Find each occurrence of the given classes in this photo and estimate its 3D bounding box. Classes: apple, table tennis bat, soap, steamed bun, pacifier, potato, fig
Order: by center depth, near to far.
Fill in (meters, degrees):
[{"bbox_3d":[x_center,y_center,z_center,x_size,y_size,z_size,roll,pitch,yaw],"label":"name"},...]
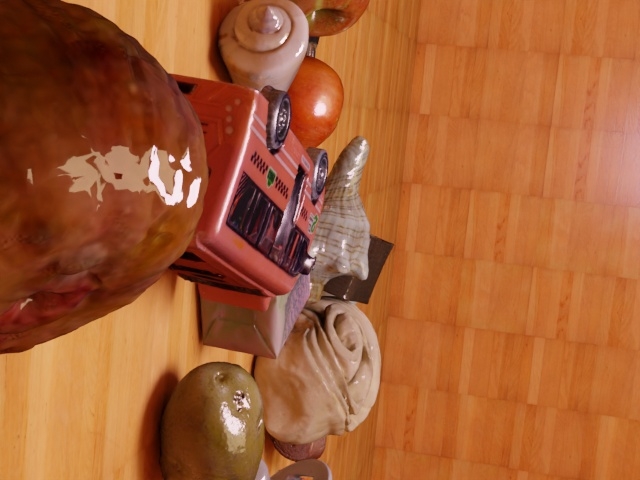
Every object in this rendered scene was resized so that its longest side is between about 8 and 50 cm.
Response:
[{"bbox_3d":[-0.249,-0.103,0.743,0.286,0.286,0.368,74,-5,-62],"label":"fig"},{"bbox_3d":[-0.155,0.299,1.454,0.174,0.159,0.251,-22,131,-49],"label":"potato"},{"bbox_3d":[-0.101,0.057,1.596,0.199,0.138,0.182,-63,156,-58],"label":"soap"},{"bbox_3d":[-0.016,-0.427,1.606,0.196,0.196,0.196,7,90,-78],"label":"apple"},{"bbox_3d":[-0.040,-0.233,1.696,0.139,0.163,0.163,14,80,-36],"label":"apple"},{"bbox_3d":[-0.117,0.467,1.787,0.279,0.227,0.207,-50,116,-34],"label":"pacifier"},{"bbox_3d":[0.019,0.246,1.976,0.289,0.203,0.276,-9,88,-61],"label":"steamed bun"},{"bbox_3d":[-0.019,-0.415,2.005,0.130,0.019,0.220,-27,122,-74],"label":"table tennis bat"},{"bbox_3d":[-0.054,0.380,2.114,0.145,0.106,0.175,32,52,-71],"label":"steamed bun"}]

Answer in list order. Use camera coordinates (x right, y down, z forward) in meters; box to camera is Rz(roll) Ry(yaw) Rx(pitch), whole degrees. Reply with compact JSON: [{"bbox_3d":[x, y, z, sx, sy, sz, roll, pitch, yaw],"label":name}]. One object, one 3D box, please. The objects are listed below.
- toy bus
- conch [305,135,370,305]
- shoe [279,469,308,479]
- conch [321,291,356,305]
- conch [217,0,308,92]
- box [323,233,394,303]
[{"bbox_3d":[-0.129,-0.058,1.266,0.427,0.203,0.233,48,54,-73],"label":"toy bus"},{"bbox_3d":[0.003,0.006,1.787,0.386,0.203,0.169,-53,-153,8],"label":"conch"},{"bbox_3d":[-0.074,0.577,2.171,0.194,0.077,0.074,-66,160,-55],"label":"shoe"},{"bbox_3d":[0.041,0.118,2.347,0.185,0.121,0.221,-61,163,-69],"label":"conch"},{"bbox_3d":[-0.103,-0.275,1.523,0.255,0.127,0.158,117,-40,-54],"label":"conch"},{"bbox_3d":[0.022,0.027,2.006,0.143,0.184,0.273,-66,167,1],"label":"box"}]
